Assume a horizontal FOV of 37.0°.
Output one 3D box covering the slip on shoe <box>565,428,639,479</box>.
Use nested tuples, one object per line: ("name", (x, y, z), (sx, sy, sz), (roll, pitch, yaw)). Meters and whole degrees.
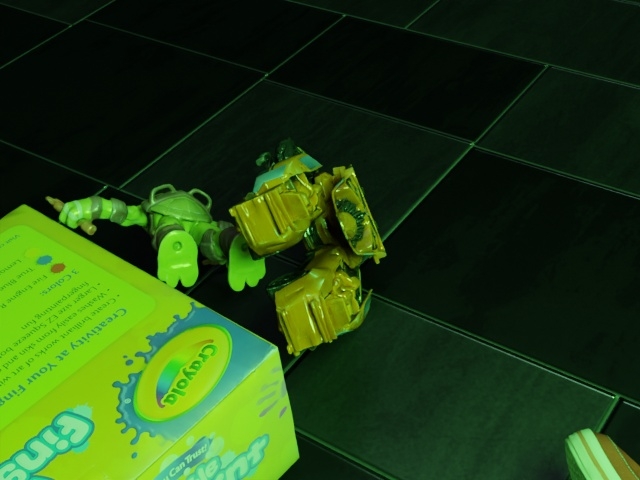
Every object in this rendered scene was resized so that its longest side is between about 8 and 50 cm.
("slip on shoe", (0.306, 0.262, 0.702), (0.101, 0.123, 0.331), (-35, 52, -10))

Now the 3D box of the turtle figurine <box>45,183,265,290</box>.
("turtle figurine", (-0.137, -0.010, 1.004), (0.269, 0.087, 0.217), (18, 5, -31))

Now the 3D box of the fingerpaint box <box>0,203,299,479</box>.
("fingerpaint box", (-0.304, 0.203, 0.829), (0.371, 0.163, 0.445), (24, 49, 33))

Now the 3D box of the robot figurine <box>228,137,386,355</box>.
("robot figurine", (0.000, 0.000, 0.955), (0.085, 0.211, 0.291), (-20, 8, 16))
